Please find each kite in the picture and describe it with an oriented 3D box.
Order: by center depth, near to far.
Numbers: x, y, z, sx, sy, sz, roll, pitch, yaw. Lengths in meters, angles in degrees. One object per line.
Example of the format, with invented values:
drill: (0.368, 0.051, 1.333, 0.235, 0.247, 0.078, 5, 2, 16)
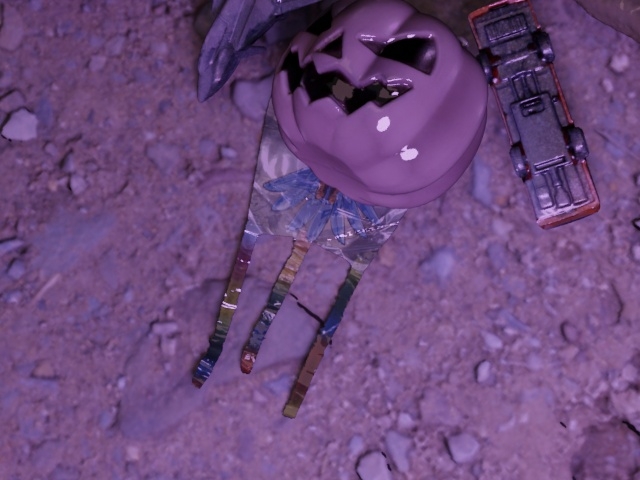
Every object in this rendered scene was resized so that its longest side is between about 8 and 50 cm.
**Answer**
kite: (0.000, 0.000, 1.166, 0.169, 0.015, 0.309, 15, 80, 12)

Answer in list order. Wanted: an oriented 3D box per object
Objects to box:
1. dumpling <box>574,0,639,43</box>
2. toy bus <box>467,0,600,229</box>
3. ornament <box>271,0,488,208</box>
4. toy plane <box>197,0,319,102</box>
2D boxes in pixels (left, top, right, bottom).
dumpling: (0.219, -0.261, 1.149, 0.332, 0.086, 0.166, 35, 72, 17)
toy bus: (0.179, -0.105, 1.125, 0.065, 0.077, 0.192, -19, 77, 9)
ornament: (0.054, -0.118, 1.095, 0.178, 0.177, 0.177, -2, 77, 10)
toy plane: (-0.049, -0.212, 1.131, 0.088, 0.267, 0.212, -17, 60, -28)
